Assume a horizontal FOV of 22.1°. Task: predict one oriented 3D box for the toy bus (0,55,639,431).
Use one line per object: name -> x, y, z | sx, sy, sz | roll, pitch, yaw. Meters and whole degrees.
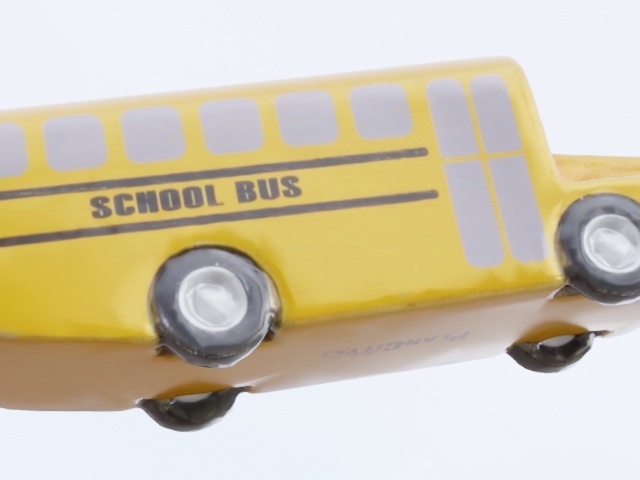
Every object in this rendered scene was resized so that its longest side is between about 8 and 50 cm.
toy bus -> 0.000, 0.000, 0.736 | 0.333, 0.130, 0.108 | -8, -21, -15
